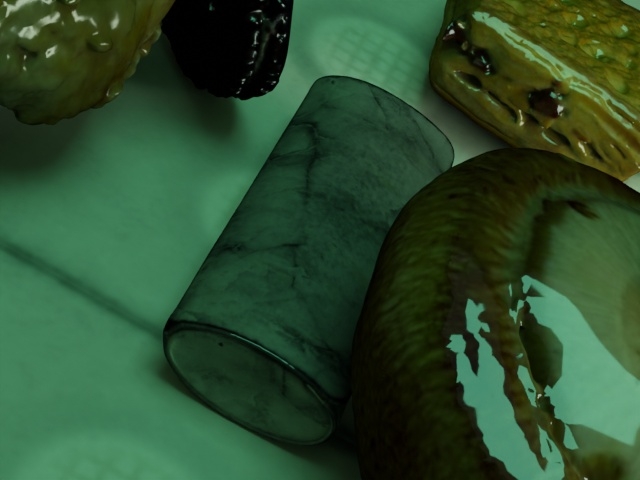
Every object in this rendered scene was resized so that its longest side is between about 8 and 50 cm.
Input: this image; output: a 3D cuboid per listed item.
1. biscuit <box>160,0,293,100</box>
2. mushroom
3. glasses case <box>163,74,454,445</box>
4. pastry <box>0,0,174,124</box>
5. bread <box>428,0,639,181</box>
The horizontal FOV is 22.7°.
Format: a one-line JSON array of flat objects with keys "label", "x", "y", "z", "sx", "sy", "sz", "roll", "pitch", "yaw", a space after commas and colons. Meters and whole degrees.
[{"label": "biscuit", "x": -0.071, "y": -0.185, "z": 1.057, "sx": 0.053, "sy": 0.194, "sz": 0.194, "roll": -13, "pitch": 53, "yaw": -21}, {"label": "mushroom", "x": 0.180, "y": 0.079, "z": 0.864, "sx": 0.345, "sy": 0.259, "sz": 0.345, "roll": 22, "pitch": 44, "yaw": -23}, {"label": "glasses case", "x": 0.000, "y": 0.000, "z": 0.998, "sx": 0.114, "sy": 0.060, "sz": 0.299, "roll": 30, "pitch": 37, "yaw": -3}, {"label": "pastry", "x": -0.229, "y": -0.165, "z": 0.945, "sx": 0.310, "sy": 0.162, "sz": 0.255, "roll": -5, "pitch": 40, "yaw": -43}, {"label": "bread", "x": 0.185, "y": -0.134, "z": 1.248, "sx": 0.210, "sy": 0.099, "sz": 0.235, "roll": 34, "pitch": 32, "yaw": 1}]
